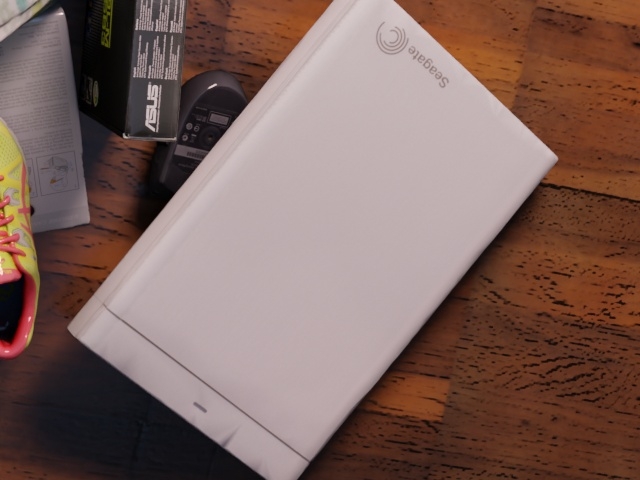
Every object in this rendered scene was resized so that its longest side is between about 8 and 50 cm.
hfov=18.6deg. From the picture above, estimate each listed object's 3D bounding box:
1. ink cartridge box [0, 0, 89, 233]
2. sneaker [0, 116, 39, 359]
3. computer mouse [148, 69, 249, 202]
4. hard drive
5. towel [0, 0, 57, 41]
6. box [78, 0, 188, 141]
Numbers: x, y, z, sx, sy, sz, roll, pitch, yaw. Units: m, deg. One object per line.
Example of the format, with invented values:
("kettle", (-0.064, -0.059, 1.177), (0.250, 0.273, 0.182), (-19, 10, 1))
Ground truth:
("ink cartridge box", (-0.256, -0.087, 1.487), (0.145, 0.045, 0.179), (-11, 121, -14))
("sneaker", (-0.245, -0.004, 1.450), (0.081, 0.094, 0.208), (-15, 115, -10))
("computer mouse", (-0.117, -0.021, 1.534), (0.071, 0.041, 0.242), (15, 101, -34))
("hard drive", (0.000, 0.000, 1.542), (0.233, 0.047, 0.353), (40, 88, -29))
("towel", (-0.234, -0.287, 1.265), (0.090, 0.320, 0.374), (17, 122, 15))
("box", (-0.135, -0.176, 1.417), (0.045, 0.184, 0.190), (3, 100, -15))
